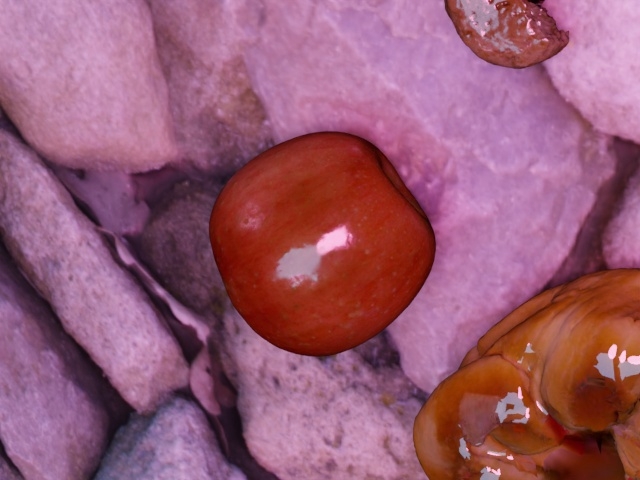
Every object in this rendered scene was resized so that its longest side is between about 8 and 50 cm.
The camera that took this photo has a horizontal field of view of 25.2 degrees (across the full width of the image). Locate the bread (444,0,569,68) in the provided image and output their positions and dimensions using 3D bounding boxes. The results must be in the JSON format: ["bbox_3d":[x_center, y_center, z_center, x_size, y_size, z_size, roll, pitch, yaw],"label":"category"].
[{"bbox_3d":[0.136,-0.184,1.074,0.082,0.060,0.113,-10,105,33],"label":"bread"}]

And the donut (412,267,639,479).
[{"bbox_3d":[0.251,0.195,1.123,0.360,0.170,0.360,14,121,25],"label":"donut"}]

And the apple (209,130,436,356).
[{"bbox_3d":[0.000,0.000,1.177,0.168,0.181,0.181,-38,91,13],"label":"apple"}]
